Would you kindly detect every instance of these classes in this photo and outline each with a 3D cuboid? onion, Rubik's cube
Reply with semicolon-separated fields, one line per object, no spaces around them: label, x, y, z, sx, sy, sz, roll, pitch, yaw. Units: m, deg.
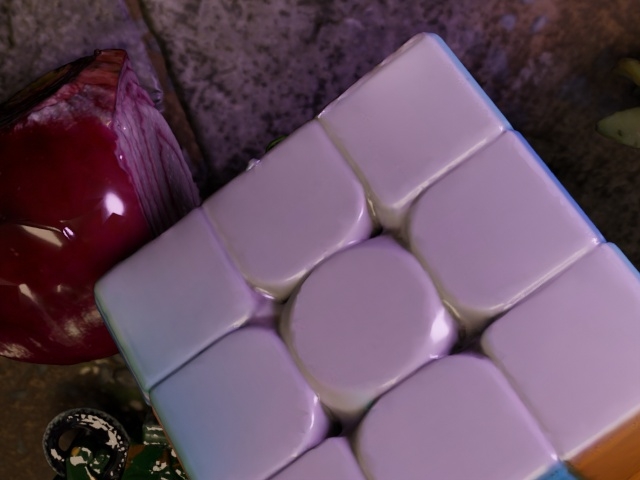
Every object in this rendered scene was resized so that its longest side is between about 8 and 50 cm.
onion;-0.199;-0.001;0.975;0.207;0.206;0.216;-21;116;15
Rubik's cube;0.077;0.096;0.876;0.291;0.290;0.292;-36;149;6

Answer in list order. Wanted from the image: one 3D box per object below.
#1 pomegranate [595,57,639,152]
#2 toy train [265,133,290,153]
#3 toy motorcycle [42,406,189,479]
pomegranate;0.358;-0.092;0.871;0.341;0.260;0.260;4;124;32
toy train;0.000;0.000;1.056;0.044;0.042;0.209;-21;117;-2
toy motorcycle;-0.111;0.237;1.159;0.275;0.125;0.187;2;111;3
